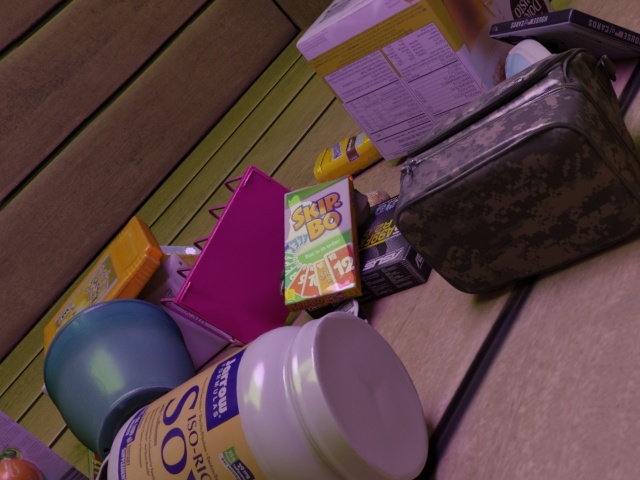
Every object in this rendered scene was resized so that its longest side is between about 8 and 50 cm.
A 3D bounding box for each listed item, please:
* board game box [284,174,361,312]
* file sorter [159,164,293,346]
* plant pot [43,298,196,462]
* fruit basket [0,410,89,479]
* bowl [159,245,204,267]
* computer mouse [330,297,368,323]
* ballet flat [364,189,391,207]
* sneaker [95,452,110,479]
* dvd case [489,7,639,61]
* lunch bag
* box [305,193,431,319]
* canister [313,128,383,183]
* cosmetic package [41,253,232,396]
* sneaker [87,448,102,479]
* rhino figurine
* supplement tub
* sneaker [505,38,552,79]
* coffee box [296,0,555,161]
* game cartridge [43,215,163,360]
[{"bbox_3d":[0.000,-0.007,1.362,0.124,0.039,0.259,-15,48,16],"label":"board game box"},{"bbox_3d":[-0.150,0.041,1.551,0.182,0.202,0.290,-7,52,63],"label":"file sorter"},{"bbox_3d":[-0.338,0.277,1.444,0.271,0.271,0.255,-45,33,-5],"label":"plant pot"},{"bbox_3d":[-0.645,0.475,1.465,0.327,0.353,0.165,-49,21,-13],"label":"fruit basket"},{"bbox_3d":[-0.329,0.096,1.886,0.289,0.290,0.156,-172,84,-66],"label":"bowl"},{"bbox_3d":[0.051,0.158,1.235,0.106,0.042,0.193,-41,24,20],"label":"computer mouse"},{"bbox_3d":[0.051,-0.037,1.597,0.206,0.073,0.067,-31,26,37],"label":"ballet flat"},{"bbox_3d":[-0.320,0.420,1.264,0.290,0.106,0.123,-60,2,20],"label":"sneaker"},{"bbox_3d":[0.423,-0.342,1.363,0.239,0.179,0.029,-157,80,-69],"label":"dvd case"},{"bbox_3d":[0.262,-0.104,1.089,0.305,0.212,0.256,-30,27,36],"label":"lunch bag"},{"bbox_3d":[0.099,0.015,1.407,0.270,0.060,0.216,-24,27,44],"label":"box"},{"bbox_3d":[0.076,-0.202,1.891,0.170,0.073,0.126,-30,23,29],"label":"canister"},{"bbox_3d":[-0.380,0.228,1.702,0.365,0.197,0.155,-41,18,11],"label":"cosmetic package"},{"bbox_3d":[-0.411,0.442,1.544,0.042,0.067,0.118,105,154,-48],"label":"sneaker"},{"bbox_3d":[0.000,0.000,1.430,0.243,0.073,0.106,-53,32,-16],"label":"rhino figurine"},{"bbox_3d":[-0.064,0.249,0.961,0.331,0.241,0.241,-34,21,26],"label":"supplement tub"},{"bbox_3d":[0.341,-0.225,1.323,0.150,0.135,0.366,-36,19,13],"label":"sneaker"},{"bbox_3d":[0.228,-0.419,1.645,0.338,0.334,0.337,-16,32,50],"label":"coffee box"},{"bbox_3d":[-0.450,0.113,1.642,0.323,0.053,0.285,-54,24,0],"label":"game cartridge"}]
